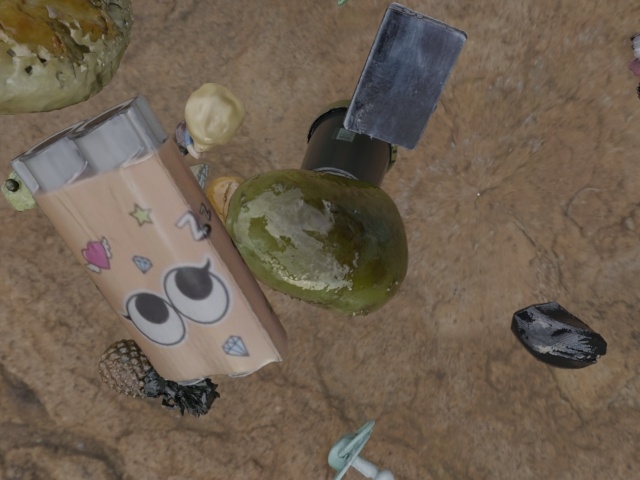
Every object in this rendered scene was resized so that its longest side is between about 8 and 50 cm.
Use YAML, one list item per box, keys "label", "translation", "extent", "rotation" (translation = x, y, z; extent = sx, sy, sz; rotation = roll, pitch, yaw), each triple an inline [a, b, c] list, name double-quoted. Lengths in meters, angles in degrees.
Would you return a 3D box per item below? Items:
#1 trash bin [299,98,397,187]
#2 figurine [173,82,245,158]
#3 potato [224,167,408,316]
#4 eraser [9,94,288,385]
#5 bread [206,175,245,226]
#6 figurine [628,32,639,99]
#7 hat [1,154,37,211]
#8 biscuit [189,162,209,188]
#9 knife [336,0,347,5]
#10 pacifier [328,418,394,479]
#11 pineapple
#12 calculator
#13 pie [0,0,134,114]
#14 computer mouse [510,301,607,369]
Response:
- label: "trash bin"
  translation: [0.062, -0.185, 1.550]
  extent: [0.214, 0.334, 0.214]
  rotation: [8, 134, 8]
- label: "figurine"
  translation: [-0.218, -0.209, 1.277]
  extent: [0.108, 0.114, 0.196]
  rotation: [51, 144, -4]
- label: "potato"
  translation: [0.000, 0.000, 0.960]
  extent: [0.173, 0.307, 0.210]
  rotation: [-25, 60, 42]
- label: "eraser"
  translation: [-0.163, 0.011, 0.695]
  extent: [0.171, 0.087, 0.290]
  rotation: [-15, 116, 27]
- label: "bread"
  translation: [-0.127, -0.030, 1.090]
  extent: [0.114, 0.189, 0.077]
  rotation: [15, 61, 15]
- label: "figurine"
  translation: [0.397, -0.186, 0.806]
  extent: [0.054, 0.072, 0.129]
  rotation: [-23, 119, 35]
- label: "hat"
  translation: [-0.448, -0.088, 1.041]
  extent: [0.076, 0.059, 0.077]
  rotation: [-8, 51, 37]
- label: "biscuit"
  translation: [-0.351, -0.048, 1.543]
  extent: [0.141, 0.038, 0.290]
  rotation: [15, 83, 33]
- label: "knife"
  translation: [0.090, -0.531, 1.357]
  extent: [0.030, 0.014, 0.207]
  rotation: [33, 69, 14]
- label: "pacifier"
  translation: [0.075, 0.364, 1.130]
  extent: [0.116, 0.150, 0.127]
  rotation: [34, 83, 12]
- label: "pineapple"
  translation: [-0.201, 0.177, 0.861]
  extent: [0.159, 0.074, 0.074]
  rotation: [16, 97, 22]
- label: "calculator"
  translation: [0.154, -0.299, 1.295]
  extent: [0.161, 0.021, 0.261]
  rotation: [20, 125, -5]
- label: "pie"
  translation: [-0.218, -0.168, 0.346]
  extent: [0.055, 0.274, 0.274]
  rotation: [-42, 84, 28]
- label: "computer mouse"
  translation: [0.389, 0.163, 1.114]
  extent: [0.172, 0.057, 0.099]
  rotation: [27, 119, -6]
